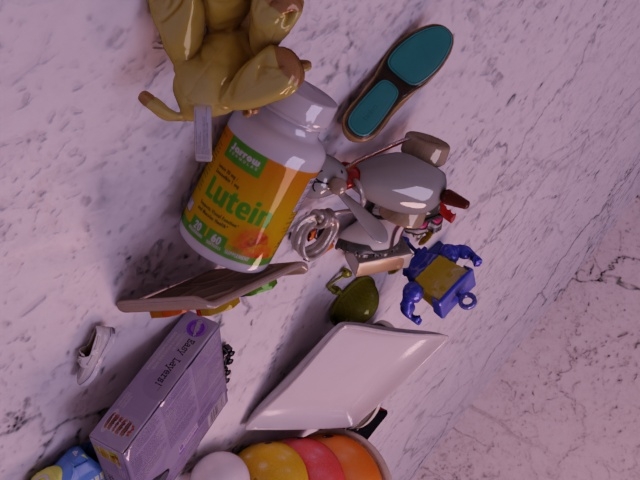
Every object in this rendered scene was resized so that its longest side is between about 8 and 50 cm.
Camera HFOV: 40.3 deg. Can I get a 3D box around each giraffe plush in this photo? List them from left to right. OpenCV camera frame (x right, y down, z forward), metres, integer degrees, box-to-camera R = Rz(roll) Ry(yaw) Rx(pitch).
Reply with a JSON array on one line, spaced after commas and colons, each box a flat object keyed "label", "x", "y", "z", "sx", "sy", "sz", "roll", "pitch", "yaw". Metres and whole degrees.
[{"label": "giraffe plush", "x": -0.089, "y": -0.203, "z": 0.976, "sx": 0.170, "sy": 0.181, "sz": 0.210, "roll": -45, "pitch": 154, "yaw": -70}]

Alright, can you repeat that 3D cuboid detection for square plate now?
[{"label": "square plate", "x": 0.053, "y": 0.284, "z": 1.837, "sx": 0.344, "sy": 0.049, "sz": 0.347, "roll": 11, "pitch": 130, "yaw": -46}]

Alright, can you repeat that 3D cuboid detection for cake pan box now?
[{"label": "cake pan box", "x": -0.239, "y": 0.273, "z": 1.372, "sx": 0.267, "sy": 0.070, "sz": 0.246, "roll": -55, "pitch": 162, "yaw": -33}]

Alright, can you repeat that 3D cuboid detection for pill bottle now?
[{"label": "pill bottle", "x": -0.077, "y": -0.092, "z": 1.143, "sx": 0.136, "sy": 0.136, "sz": 0.246, "roll": -5, "pitch": 129, "yaw": -57}]

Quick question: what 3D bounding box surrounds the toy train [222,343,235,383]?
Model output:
[{"label": "toy train", "x": -0.181, "y": 0.245, "z": 1.554, "sx": 0.036, "sy": 0.027, "sz": 0.158, "roll": -26, "pitch": 145, "yaw": -37}]

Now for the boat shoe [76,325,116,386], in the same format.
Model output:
[{"label": "boat shoe", "x": -0.320, "y": 0.159, "z": 1.205, "sx": 0.035, "sy": 0.035, "sz": 0.100, "roll": 19, "pitch": 114, "yaw": -35}]

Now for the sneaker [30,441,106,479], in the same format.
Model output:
[{"label": "sneaker", "x": -0.357, "y": 0.393, "z": 1.384, "sx": 0.126, "sy": 0.091, "sz": 0.240, "roll": -46, "pitch": 154, "yaw": -12}]

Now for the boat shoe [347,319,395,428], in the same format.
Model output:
[{"label": "boat shoe", "x": 0.094, "y": 0.324, "z": 2.034, "sx": 0.091, "sy": 0.109, "sz": 0.305, "roll": -19, "pitch": 134, "yaw": -48}]

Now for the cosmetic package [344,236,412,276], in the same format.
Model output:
[{"label": "cosmetic package", "x": 0.110, "y": 0.028, "z": 1.664, "sx": 0.115, "sy": 0.060, "sz": 0.041, "roll": -9, "pitch": 137, "yaw": -19}]

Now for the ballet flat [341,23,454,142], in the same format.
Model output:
[{"label": "ballet flat", "x": 0.113, "y": -0.245, "z": 1.358, "sx": 0.232, "sy": 0.080, "sz": 0.073, "roll": -46, "pitch": -178, "yaw": -6}]

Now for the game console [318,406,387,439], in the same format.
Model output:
[{"label": "game console", "x": 0.020, "y": 0.597, "z": 2.329, "sx": 0.386, "sy": 0.060, "sz": 0.342, "roll": -52, "pitch": 155, "yaw": 2}]

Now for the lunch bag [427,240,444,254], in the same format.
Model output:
[{"label": "lunch bag", "x": 0.270, "y": 0.059, "z": 2.013, "sx": 0.098, "sy": 0.065, "sz": 0.067, "roll": -42, "pitch": 153, "yaw": -21}]

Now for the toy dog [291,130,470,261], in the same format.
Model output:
[{"label": "toy dog", "x": 0.117, "y": -0.079, "z": 1.410, "sx": 0.333, "sy": 0.161, "sz": 0.220, "roll": -27, "pitch": 131, "yaw": -36}]

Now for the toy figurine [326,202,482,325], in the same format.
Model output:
[{"label": "toy figurine", "x": 0.211, "y": 0.079, "z": 1.763, "sx": 0.362, "sy": 0.217, "sz": 0.191, "roll": -43, "pitch": 154, "yaw": -19}]

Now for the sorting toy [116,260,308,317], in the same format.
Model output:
[{"label": "sorting toy", "x": -0.148, "y": 0.072, "z": 1.217, "sx": 0.208, "sy": 0.193, "sz": 0.038, "roll": -18, "pitch": 99, "yaw": -47}]

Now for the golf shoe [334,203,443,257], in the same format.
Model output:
[{"label": "golf shoe", "x": 0.123, "y": -0.049, "z": 1.617, "sx": 0.273, "sy": 0.105, "sz": 0.120, "roll": -25, "pitch": 122, "yaw": -44}]

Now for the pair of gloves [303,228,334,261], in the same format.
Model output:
[{"label": "pair of gloves", "x": 0.000, "y": 0.000, "z": 1.547, "sx": 0.074, "sy": 0.010, "sz": 0.083, "roll": -30, "pitch": 145, "yaw": -36}]

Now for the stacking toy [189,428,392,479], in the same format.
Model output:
[{"label": "stacking toy", "x": -0.091, "y": 0.536, "z": 1.855, "sx": 0.350, "sy": 0.350, "sz": 0.480, "roll": -53, "pitch": 139, "yaw": 3}]
